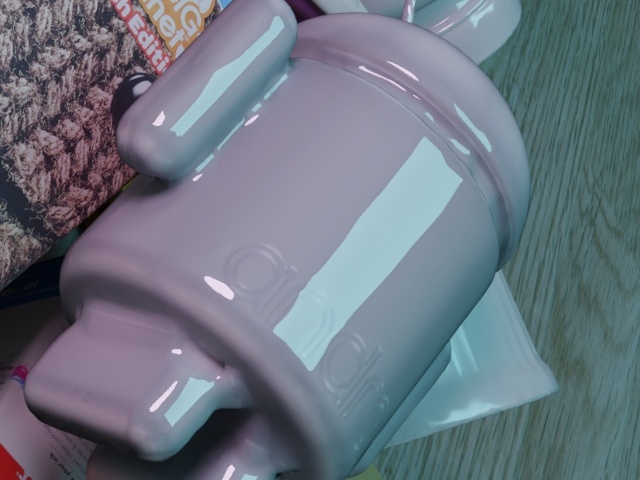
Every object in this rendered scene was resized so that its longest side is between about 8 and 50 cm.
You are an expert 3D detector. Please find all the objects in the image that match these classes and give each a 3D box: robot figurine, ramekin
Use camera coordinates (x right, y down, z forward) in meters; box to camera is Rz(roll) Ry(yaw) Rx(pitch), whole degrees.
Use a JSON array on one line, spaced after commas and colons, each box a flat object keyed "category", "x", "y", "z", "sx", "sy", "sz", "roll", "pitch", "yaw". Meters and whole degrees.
[{"category": "robot figurine", "x": -0.010, "y": 0.006, "z": 0.873, "sx": 0.353, "sy": 0.199, "sz": 0.300, "roll": -51, "pitch": 134, "yaw": -27}, {"category": "ramekin", "x": 0.025, "y": 0.092, "z": 1.116, "sx": 0.277, "sy": 0.277, "sz": 0.135, "roll": -2, "pitch": 72, "yaw": -61}]

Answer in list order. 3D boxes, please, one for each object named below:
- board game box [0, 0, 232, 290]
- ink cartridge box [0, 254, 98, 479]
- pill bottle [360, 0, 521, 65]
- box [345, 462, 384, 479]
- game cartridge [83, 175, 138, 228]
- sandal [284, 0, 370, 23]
[{"category": "board game box", "x": -0.198, "y": -0.130, "z": 0.880, "sx": 0.291, "sy": 0.141, "sz": 0.232, "roll": -47, "pitch": 120, "yaw": -43}, {"category": "ink cartridge box", "x": -0.177, "y": 0.134, "z": 0.926, "sx": 0.134, "sy": 0.078, "sz": 0.231, "roll": 58, "pitch": 34, "yaw": -30}, {"category": "pill bottle", "x": 0.020, "y": -0.337, "z": 1.321, "sx": 0.408, "sy": 0.229, "sz": 0.229, "roll": 58, "pitch": 34, "yaw": -30}, {"category": "box", "x": 0.047, "y": 0.296, "z": 1.318, "sx": 0.201, "sy": 0.021, "sz": 0.164, "roll": 59, "pitch": 33, "yaw": -28}, {"category": "game cartridge", "x": -0.134, "y": -0.161, "z": 1.168, "sx": 0.285, "sy": 0.052, "sz": 0.324, "roll": 65, "pitch": 28, "yaw": -21}, {"category": "sandal", "x": -0.013, "y": -0.141, "z": 1.210, "sx": 0.102, "sy": 0.169, "sz": 0.416, "roll": -52, "pitch": 137, "yaw": -6}]
